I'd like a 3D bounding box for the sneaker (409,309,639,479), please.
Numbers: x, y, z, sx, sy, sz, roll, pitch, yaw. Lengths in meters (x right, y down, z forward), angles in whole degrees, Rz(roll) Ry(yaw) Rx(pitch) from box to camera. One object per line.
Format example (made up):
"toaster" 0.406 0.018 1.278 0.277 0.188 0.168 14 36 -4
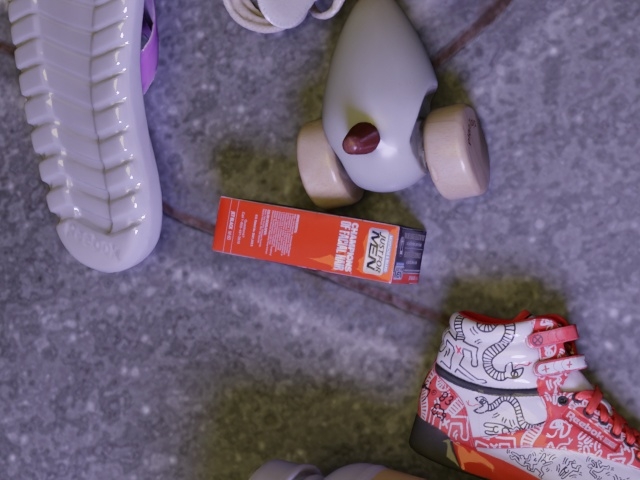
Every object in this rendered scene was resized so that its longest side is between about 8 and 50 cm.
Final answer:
"sneaker" 0.213 0.145 1.079 0.270 0.090 0.145 17 95 21

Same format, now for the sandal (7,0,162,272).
"sandal" -0.208 -0.180 1.242 0.169 0.102 0.416 6 102 34

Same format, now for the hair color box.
"hair color box" 0.000 0.000 1.158 0.167 0.093 0.053 9 91 20

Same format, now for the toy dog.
"toy dog" 0.032 -0.176 1.119 0.220 0.161 0.333 -30 78 15

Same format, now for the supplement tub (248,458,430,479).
"supplement tub" 0.089 0.315 1.034 0.331 0.241 0.241 13 91 19
